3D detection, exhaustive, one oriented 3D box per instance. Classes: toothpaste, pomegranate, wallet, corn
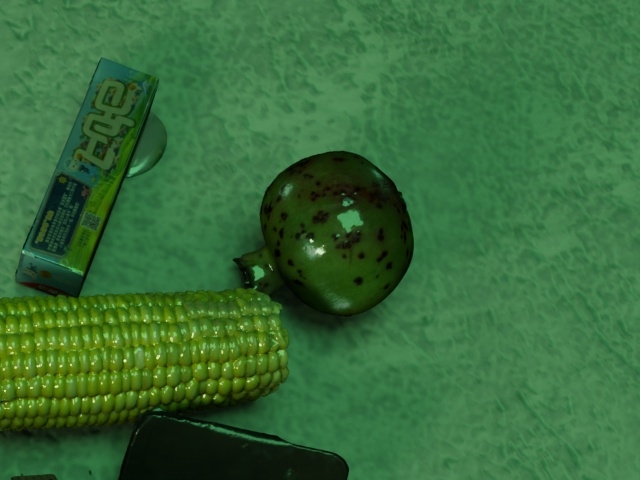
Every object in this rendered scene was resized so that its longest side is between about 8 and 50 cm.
[{"bbox_3d":[-0.163,-0.044,1.391,0.070,0.044,0.193,20,55,-5],"label":"toothpaste"},{"bbox_3d":[0.006,-0.005,1.378,0.130,0.130,0.130,9,56,-13],"label":"pomegranate"},{"bbox_3d":[-0.060,0.166,1.278,0.156,0.082,0.018,13,16,-9],"label":"wallet"},{"bbox_3d":[-0.146,0.082,1.287,0.244,0.093,0.093,-1,59,-21],"label":"corn"}]

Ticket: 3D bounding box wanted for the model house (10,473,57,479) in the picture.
[{"bbox_3d":[-0.171,0.190,1.231,0.057,0.058,0.083,-3,60,-20],"label":"model house"}]
